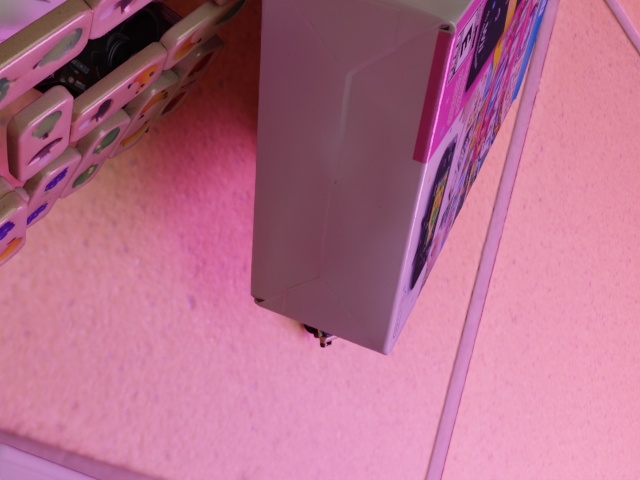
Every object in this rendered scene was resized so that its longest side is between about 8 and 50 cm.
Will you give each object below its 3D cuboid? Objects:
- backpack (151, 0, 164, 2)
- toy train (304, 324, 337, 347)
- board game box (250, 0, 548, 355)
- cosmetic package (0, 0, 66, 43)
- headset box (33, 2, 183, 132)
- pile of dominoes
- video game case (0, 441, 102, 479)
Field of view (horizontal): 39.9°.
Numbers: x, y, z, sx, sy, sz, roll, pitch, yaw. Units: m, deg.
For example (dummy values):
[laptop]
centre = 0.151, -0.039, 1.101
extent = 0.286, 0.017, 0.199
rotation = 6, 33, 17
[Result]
[backpack]
centre = -0.072, -0.213, 0.433
extent = 0.115, 0.152, 0.182
rotation = -13, 100, -4
[toy train]
centre = 0.000, 0.000, 0.627
extent = 0.027, 0.036, 0.158
rotation = -17, 103, -47
[board game box]
centre = 0.068, -0.117, 0.543
extent = 0.224, 0.097, 0.303
rotation = 98, 18, -44
[cosmetic package]
centre = -0.194, -0.162, 0.321
extent = 0.151, 0.151, 0.183
rotation = -4, 94, -47
[headset box]
centre = -0.117, -0.110, 0.498
extent = 0.062, 0.032, 0.083
rotation = 31, 70, -44
[pile of dominoes]
centre = -0.103, -0.035, 0.376
extent = 0.040, 0.196, 0.251
rotation = 46, 64, 0
[video game case]
centre = -0.088, 0.278, 0.405
extent = 0.329, 0.036, 0.300
rotation = 54, 34, -58
